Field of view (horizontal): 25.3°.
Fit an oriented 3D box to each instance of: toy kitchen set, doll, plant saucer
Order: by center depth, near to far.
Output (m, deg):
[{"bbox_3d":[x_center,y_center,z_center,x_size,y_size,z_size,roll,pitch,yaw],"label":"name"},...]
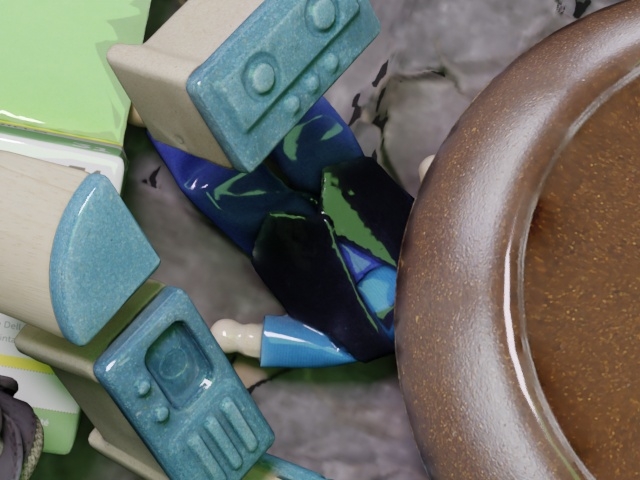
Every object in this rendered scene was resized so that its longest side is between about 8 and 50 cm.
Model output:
[{"bbox_3d":[-0.004,0.022,0.526,0.166,0.122,0.207,-49,131,-25],"label":"toy kitchen set"},{"bbox_3d":[0.185,0.029,0.555,0.311,0.050,0.310,0,73,-1],"label":"plant saucer"},{"bbox_3d":[0.000,0.000,0.603,0.129,0.046,0.189,-43,91,-4],"label":"doll"}]

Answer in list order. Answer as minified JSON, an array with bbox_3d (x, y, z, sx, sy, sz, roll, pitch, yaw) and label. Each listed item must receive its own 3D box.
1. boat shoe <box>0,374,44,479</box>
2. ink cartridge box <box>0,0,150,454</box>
[{"bbox_3d":[-0.141,0.077,0.494,0.092,0.103,0.285,-16,115,-5],"label":"boat shoe"},{"bbox_3d":[-0.157,-0.048,0.545,0.171,0.056,0.235,11,100,-9],"label":"ink cartridge box"}]
